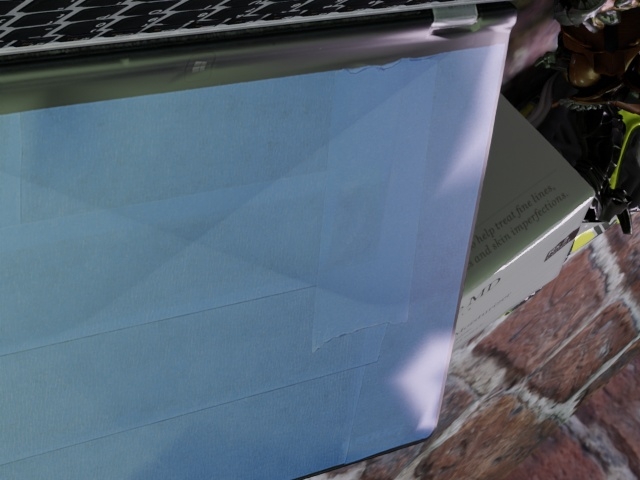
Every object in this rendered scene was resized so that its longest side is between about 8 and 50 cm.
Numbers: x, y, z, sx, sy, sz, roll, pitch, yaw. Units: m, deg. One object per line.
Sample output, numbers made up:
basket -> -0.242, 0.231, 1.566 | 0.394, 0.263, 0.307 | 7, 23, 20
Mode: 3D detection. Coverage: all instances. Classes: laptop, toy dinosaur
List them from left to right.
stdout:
laptop -> 0.000, 0.000, 0.663 | 0.382, 0.236, 0.408 | -12, 178, -35
toy dinosaur -> 0.255, -0.120, 1.189 | 0.322, 0.218, 0.164 | 12, 170, -36

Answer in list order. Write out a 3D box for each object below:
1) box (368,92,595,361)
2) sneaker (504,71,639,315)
box -> 0.034, -0.018, 0.986 | 0.181, 0.182, 0.119 | -35, 161, -19
sneaker -> 0.175, -0.052, 1.322 | 0.384, 0.145, 0.147 | -29, -177, -34
